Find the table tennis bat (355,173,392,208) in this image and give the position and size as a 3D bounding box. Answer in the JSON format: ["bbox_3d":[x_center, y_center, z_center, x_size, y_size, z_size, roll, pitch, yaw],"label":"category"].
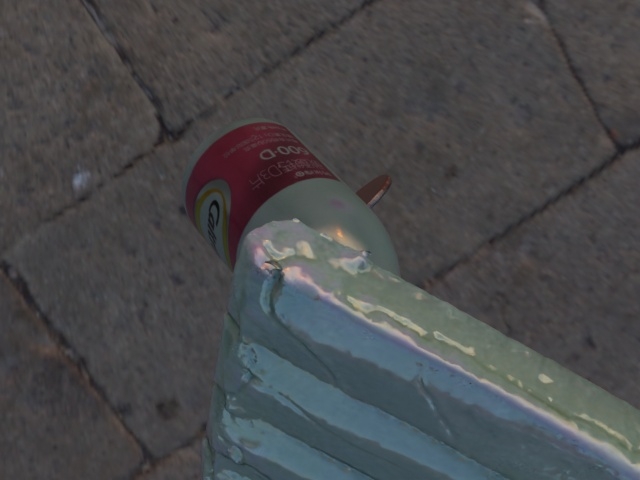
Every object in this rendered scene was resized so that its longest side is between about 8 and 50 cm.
[{"bbox_3d":[0.000,0.000,1.215,0.156,0.087,0.013,-41,100,11],"label":"table tennis bat"}]

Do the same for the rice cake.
[{"bbox_3d":[0.049,0.101,0.523,0.198,0.037,0.189,23,133,10],"label":"rice cake"}]

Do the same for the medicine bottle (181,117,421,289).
[{"bbox_3d":[-0.003,0.010,0.892,0.090,0.217,0.090,-17,129,-23],"label":"medicine bottle"}]
